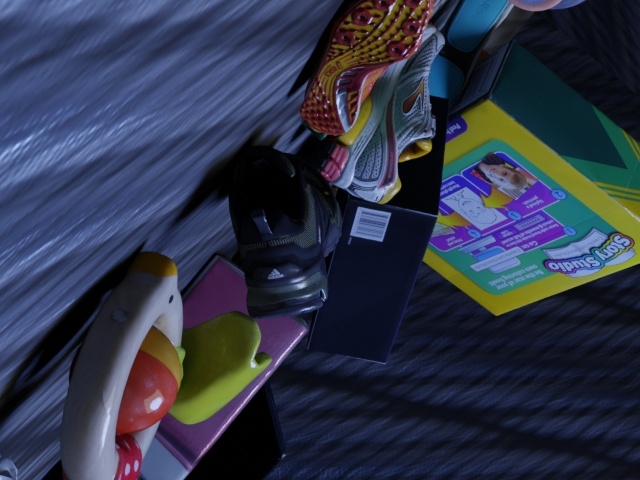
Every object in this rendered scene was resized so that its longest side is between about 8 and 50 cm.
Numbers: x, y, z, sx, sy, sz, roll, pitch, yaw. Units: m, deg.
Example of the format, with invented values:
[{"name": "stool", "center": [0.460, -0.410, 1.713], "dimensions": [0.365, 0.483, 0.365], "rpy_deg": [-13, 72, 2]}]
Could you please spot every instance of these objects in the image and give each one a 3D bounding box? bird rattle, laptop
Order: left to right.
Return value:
[{"name": "bird rattle", "center": [-0.153, 0.122, 0.983], "dimensions": [0.253, 0.143, 0.207], "rpy_deg": [-56, 159, -37]}, {"name": "laptop", "center": [-0.068, 0.188, 1.959], "dimensions": [0.236, 0.408, 0.382], "rpy_deg": [-2, 151, -25]}]

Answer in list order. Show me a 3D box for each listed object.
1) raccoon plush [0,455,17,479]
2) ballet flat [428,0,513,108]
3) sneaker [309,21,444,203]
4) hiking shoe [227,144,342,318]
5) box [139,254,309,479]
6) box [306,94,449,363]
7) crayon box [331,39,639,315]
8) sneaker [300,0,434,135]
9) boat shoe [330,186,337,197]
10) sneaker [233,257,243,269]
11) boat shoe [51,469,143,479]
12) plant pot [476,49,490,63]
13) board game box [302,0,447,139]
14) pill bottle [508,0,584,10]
[{"name": "raccoon plush", "center": [-0.270, 0.401, 0.916], "dimensions": [0.446, 0.299, 0.216], "rpy_deg": [-52, 176, 26]}, {"name": "ballet flat", "center": [0.147, -0.224, 1.578], "dimensions": [0.248, 0.086, 0.086], "rpy_deg": [-51, 177, 5]}, {"name": "sneaker", "center": [0.072, -0.125, 1.312], "dimensions": [0.088, 0.092, 0.225], "rpy_deg": [-40, -162, 57]}, {"name": "hiking shoe", "center": [-0.029, -0.035, 1.077], "dimensions": [0.227, 0.086, 0.114], "rpy_deg": [-96, 177, -61]}, {"name": "box", "center": [-0.132, 0.143, 1.441], "dimensions": [0.232, 0.127, 0.148], "rpy_deg": [-50, 178, -1]}, {"name": "box", "center": [0.063, -0.016, 1.482], "dimensions": [0.261, 0.103, 0.184], "rpy_deg": [105, -6, -48]}, {"name": "crayon box", "center": [0.239, -0.064, 1.713], "dimensions": [0.363, 0.313, 0.106], "rpy_deg": [-28, -148, 56]}, {"name": "sneaker", "center": [0.031, -0.151, 1.005], "dimensions": [0.175, 0.064, 0.067], "rpy_deg": [-45, -158, 51]}, {"name": "boat shoe", "center": [0.000, 0.000, 1.703], "dimensions": [0.206, 0.075, 0.065], "rpy_deg": [-94, -152, -54]}, {"name": "sneaker", "center": [-0.081, 0.074, 1.655], "dimensions": [0.276, 0.097, 0.135], "rpy_deg": [-50, 178, 37]}, {"name": "boat shoe", "center": [-0.285, 0.298, 1.676], "dimensions": [0.112, 0.095, 0.335], "rpy_deg": [-14, 170, -2]}, {"name": "plant pot", "center": [0.198, -0.181, 1.903], "dimensions": [0.205, 0.205, 0.188], "rpy_deg": [-52, -168, 34]}, {"name": "board game box", "center": [0.083, -0.210, 1.203], "dimensions": [0.260, 0.030, 0.136], "rpy_deg": [-49, 179, -20]}, {"name": "pill bottle", "center": [0.272, -0.335, 1.453], "dimensions": [0.246, 0.130, 0.130], "rpy_deg": [-48, 176, -47]}]
